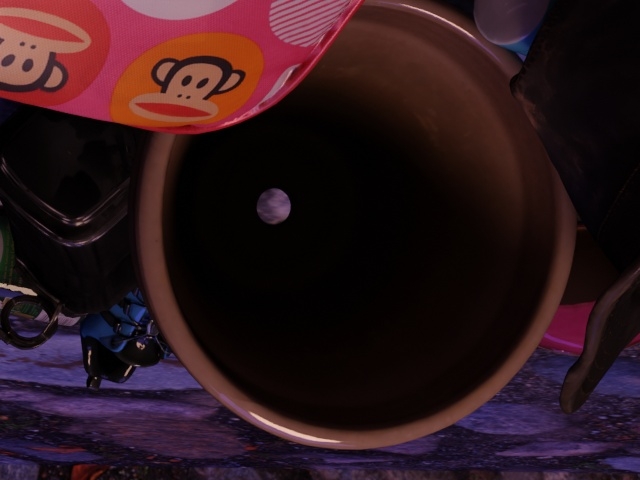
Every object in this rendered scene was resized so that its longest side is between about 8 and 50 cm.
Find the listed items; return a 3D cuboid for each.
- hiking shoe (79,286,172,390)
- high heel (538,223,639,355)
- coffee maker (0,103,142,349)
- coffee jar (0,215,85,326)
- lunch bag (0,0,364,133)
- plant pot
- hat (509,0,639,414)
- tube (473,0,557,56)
[{"bbox_3d":[-0.137,0.047,1.234,0.113,0.132,0.304,9,160,-22],"label":"hiking shoe"},{"bbox_3d":[0.175,0.004,1.149,0.377,0.127,0.181,-12,129,-10],"label":"high heel"},{"bbox_3d":[-0.172,-0.014,0.974,0.120,0.171,0.178,18,162,3],"label":"coffee maker"},{"bbox_3d":[-0.297,0.018,1.228,0.184,0.096,0.079,11,159,-25],"label":"coffee jar"},{"bbox_3d":[-0.085,-0.170,0.466,0.293,0.120,0.258,11,135,-38],"label":"lunch bag"},{"bbox_3d":[-0.002,-0.017,0.870,0.263,0.263,0.229,7,180,-15],"label":"plant pot"},{"bbox_3d":[0.179,-0.079,0.684,0.134,0.331,0.331,40,168,12],"label":"hat"},{"bbox_3d":[0.174,-0.117,0.814,0.080,0.052,0.207,-13,163,43],"label":"tube"}]
